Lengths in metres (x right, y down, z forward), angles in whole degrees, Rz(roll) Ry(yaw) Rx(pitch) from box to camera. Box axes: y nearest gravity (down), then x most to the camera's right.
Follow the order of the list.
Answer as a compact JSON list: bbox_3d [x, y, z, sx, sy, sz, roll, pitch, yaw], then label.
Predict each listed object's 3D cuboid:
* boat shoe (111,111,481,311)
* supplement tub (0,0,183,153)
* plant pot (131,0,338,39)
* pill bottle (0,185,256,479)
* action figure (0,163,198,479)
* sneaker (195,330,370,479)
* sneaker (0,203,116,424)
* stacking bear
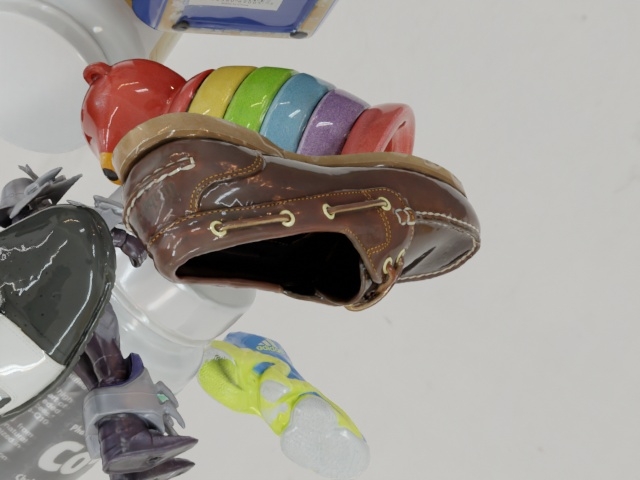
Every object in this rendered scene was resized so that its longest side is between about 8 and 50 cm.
[{"bbox_3d":[0.000,0.000,0.645,0.073,0.207,0.073,-50,51,33],"label":"boat shoe"},{"bbox_3d":[-0.281,-0.272,1.684,0.228,0.228,0.316,23,45,3],"label":"supplement tub"},{"bbox_3d":[-0.075,-0.329,1.404,0.236,0.236,0.212,1,75,-17],"label":"plant pot"},{"bbox_3d":[-0.248,0.110,1.426,0.361,0.204,0.204,-42,87,21],"label":"pill bottle"},{"bbox_3d":[-0.192,0.061,1.151,0.099,0.185,0.285,-17,71,-30],"label":"action figure"},{"bbox_3d":[-0.033,0.183,1.714,0.240,0.126,0.091,38,115,-4],"label":"sneaker"},{"bbox_3d":[-0.293,0.080,0.994,0.330,0.146,0.122,-38,59,6],"label":"sneaker"},{"bbox_3d":[-0.077,-0.081,1.258,0.289,0.175,0.164,17,64,14],"label":"stacking bear"}]
